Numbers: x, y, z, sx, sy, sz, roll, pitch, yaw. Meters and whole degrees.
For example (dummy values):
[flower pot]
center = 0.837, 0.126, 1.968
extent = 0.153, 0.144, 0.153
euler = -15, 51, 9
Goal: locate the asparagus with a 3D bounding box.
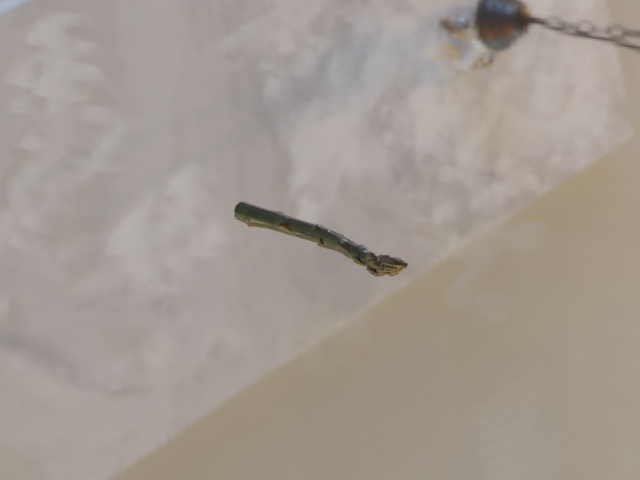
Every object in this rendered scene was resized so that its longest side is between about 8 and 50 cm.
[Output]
[asparagus]
center = 0.000, 0.000, 0.897
extent = 0.016, 0.163, 0.016
euler = 1, -77, -36
